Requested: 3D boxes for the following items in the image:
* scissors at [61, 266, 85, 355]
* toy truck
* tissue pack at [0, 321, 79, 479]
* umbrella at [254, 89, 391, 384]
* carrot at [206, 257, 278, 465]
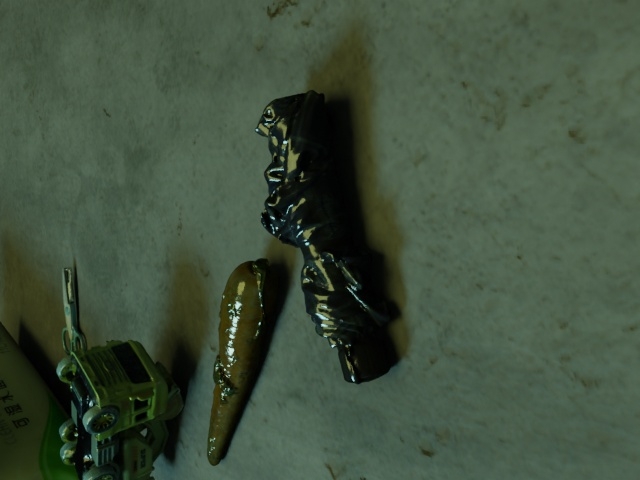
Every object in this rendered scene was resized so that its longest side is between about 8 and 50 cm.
[{"bbox_3d":[-0.311,0.091,1.212,0.058,0.014,0.119,15,111,47],"label":"scissors"},{"bbox_3d":[-0.202,0.189,0.999,0.085,0.116,0.191,47,140,38],"label":"toy truck"},{"bbox_3d":[-0.430,0.346,1.257,0.405,0.205,0.332,37,130,45],"label":"tissue pack"},{"bbox_3d":[-0.002,0.001,0.737,0.080,0.071,0.224,131,121,-79],"label":"umbrella"},{"bbox_3d":[-0.079,0.120,0.885,0.049,0.049,0.254,46,135,39],"label":"carrot"}]
